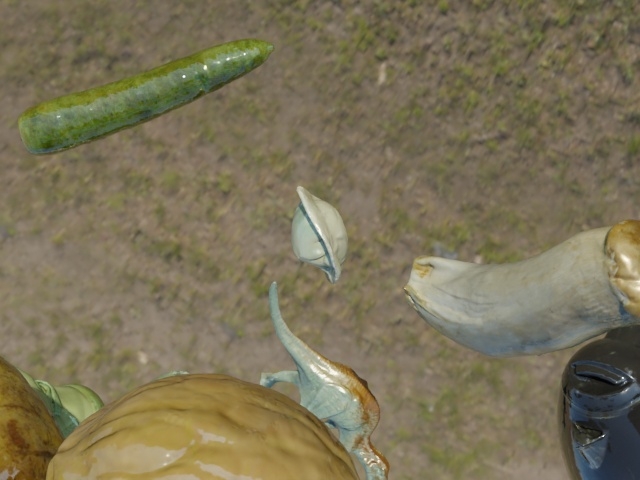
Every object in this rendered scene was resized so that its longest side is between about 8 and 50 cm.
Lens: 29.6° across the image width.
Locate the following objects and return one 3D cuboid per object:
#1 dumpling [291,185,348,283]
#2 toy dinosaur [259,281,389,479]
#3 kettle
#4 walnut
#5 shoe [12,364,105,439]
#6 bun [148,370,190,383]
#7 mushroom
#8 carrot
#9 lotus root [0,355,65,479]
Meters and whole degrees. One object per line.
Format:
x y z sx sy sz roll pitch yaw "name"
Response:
0.001 0.001 0.916 0.043 0.059 0.077 1 113 -11 "dumpling"
-0.018 0.229 1.891 0.206 0.092 0.392 -8 108 13 "toy dinosaur"
0.418 0.219 1.588 0.207 0.268 0.290 9 141 42 "kettle"
-0.083 0.193 0.821 0.228 0.228 0.228 15 134 16 "walnut"
-0.386 0.236 1.538 0.140 0.262 0.128 52 136 30 "shoe"
-0.211 0.315 1.866 0.221 0.221 0.108 11 174 20 "bun"
0.213 0.052 1.188 0.351 0.095 0.122 -11 107 55 "mushroom"
-0.229 -0.195 1.604 0.359 0.074 0.074 -19 123 3 "carrot"
-0.309 0.207 1.123 0.145 0.260 0.128 -43 145 9 "lotus root"
